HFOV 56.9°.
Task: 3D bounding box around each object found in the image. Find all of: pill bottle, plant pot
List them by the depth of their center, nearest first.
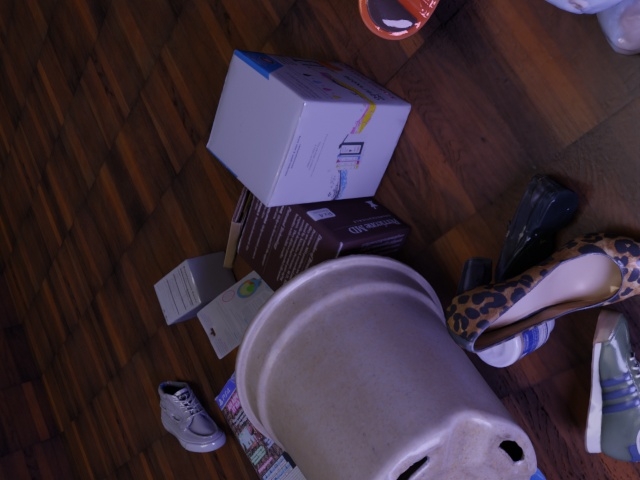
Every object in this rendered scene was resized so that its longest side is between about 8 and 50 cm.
[{"bbox_3d":[0.088,0.229,0.751,0.305,0.334,0.333,-133,46,-60],"label":"plant pot"},{"bbox_3d":[0.256,0.117,0.773,0.067,0.120,0.066,13,108,44],"label":"pill bottle"}]

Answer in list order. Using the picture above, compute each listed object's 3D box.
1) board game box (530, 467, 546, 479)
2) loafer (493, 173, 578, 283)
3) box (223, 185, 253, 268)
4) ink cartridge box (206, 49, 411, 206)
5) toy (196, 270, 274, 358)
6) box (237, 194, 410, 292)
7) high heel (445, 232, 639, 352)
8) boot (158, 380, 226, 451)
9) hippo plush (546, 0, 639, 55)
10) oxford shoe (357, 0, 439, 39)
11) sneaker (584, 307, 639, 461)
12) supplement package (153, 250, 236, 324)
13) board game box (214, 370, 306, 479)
[{"bbox_3d":[0.279,0.380,0.879,0.133,0.033,0.168,45,123,36],"label":"board game box"},{"bbox_3d":[0.274,-0.007,0.782,0.170,0.062,0.061,-67,30,30],"label":"loafer"},{"bbox_3d":[-0.140,-0.057,1.098,0.201,0.021,0.164,117,170,-62],"label":"box"},{"bbox_3d":[-0.016,-0.173,0.908,0.171,0.233,0.168,43,125,32],"label":"ink cartridge box"},{"bbox_3d":[-0.103,0.115,1.103,0.056,0.237,0.137,53,176,-41],"label":"toy"},{"bbox_3d":[0.000,0.000,0.978,0.203,0.169,0.166,42,126,31],"label":"box"},{"bbox_3d":[0.277,0.070,0.661,0.262,0.186,0.093,-6,113,23],"label":"high heel"},{"bbox_3d":[-0.335,0.432,1.480,0.258,0.095,0.123,5,110,47],"label":"boot"},{"bbox_3d":[0.275,-0.333,0.562,0.294,0.237,0.234,56,133,22],"label":"hippo plush"},{"bbox_3d":[0.152,-0.437,0.750,0.363,0.130,0.132,-56,14,18],"label":"oxford shoe"},{"bbox_3d":[0.375,0.179,0.713,0.086,0.064,0.192,9,106,37],"label":"sneaker"},{"bbox_3d":[-0.285,0.110,1.347,0.179,0.105,0.105,-32,76,45],"label":"supplement package"},{"bbox_3d":[-0.038,0.340,1.117,0.291,0.141,0.232,53,132,24],"label":"board game box"}]
